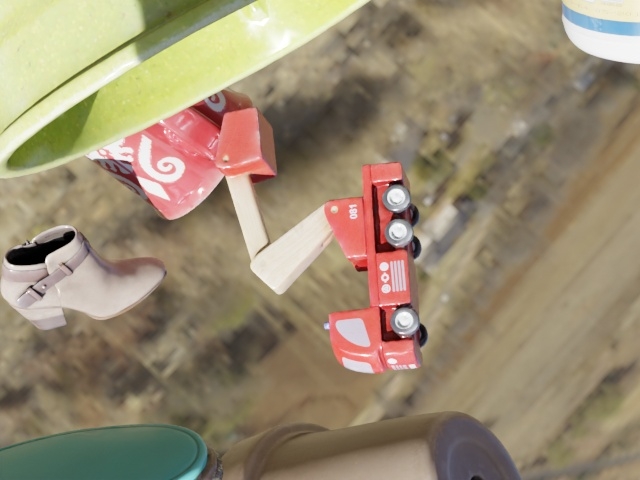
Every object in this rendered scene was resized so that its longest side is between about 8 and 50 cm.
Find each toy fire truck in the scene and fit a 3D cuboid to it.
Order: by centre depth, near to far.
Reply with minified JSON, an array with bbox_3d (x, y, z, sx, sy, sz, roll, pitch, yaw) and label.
[{"bbox_3d":[0.000,0.000,1.155,0.135,0.192,0.047,-6,163,11],"label":"toy fire truck"}]

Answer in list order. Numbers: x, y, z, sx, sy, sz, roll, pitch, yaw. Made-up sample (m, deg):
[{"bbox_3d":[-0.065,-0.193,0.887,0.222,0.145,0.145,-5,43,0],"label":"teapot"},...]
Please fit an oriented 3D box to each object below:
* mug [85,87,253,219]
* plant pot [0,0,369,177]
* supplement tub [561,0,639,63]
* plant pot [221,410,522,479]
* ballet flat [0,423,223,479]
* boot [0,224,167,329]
[{"bbox_3d":[-0.139,-0.112,1.231,0.150,0.169,0.113,-25,-142,48],"label":"mug"},{"bbox_3d":[-0.121,-0.210,0.947,0.276,0.254,0.276,-29,180,0],"label":"plant pot"},{"bbox_3d":[0.227,-0.230,1.107,0.144,0.144,0.200,-31,123,-41],"label":"supplement tub"},{"bbox_3d":[0.060,0.261,1.512,0.229,0.263,0.263,-30,173,32],"label":"plant pot"},{"bbox_3d":[-0.319,0.269,1.419,0.482,0.164,0.182,-7,118,-7],"label":"ballet flat"},{"bbox_3d":[-0.170,0.020,1.197,0.118,0.042,0.087,-26,144,-15],"label":"boot"}]
